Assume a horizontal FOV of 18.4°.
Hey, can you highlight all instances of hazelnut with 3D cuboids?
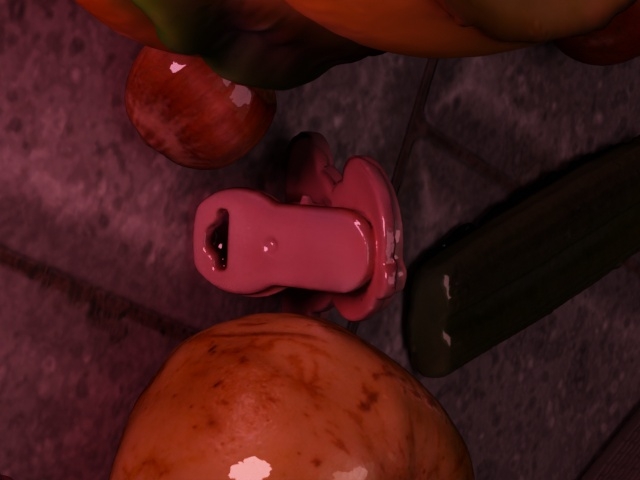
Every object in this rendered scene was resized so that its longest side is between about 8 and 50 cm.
[{"bbox_3d":[-0.067,-0.080,1.101,0.086,0.086,0.086,-15,110,-49],"label":"hazelnut"}]

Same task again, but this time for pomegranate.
[{"bbox_3d":[-0.011,0.149,1.111,0.215,0.215,0.215,-15,110,-49],"label":"pomegranate"}]

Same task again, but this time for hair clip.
[{"bbox_3d":[0.007,-0.001,1.159,0.102,0.138,0.123,-12,100,-55],"label":"hair clip"}]

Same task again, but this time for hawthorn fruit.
[{"bbox_3d":[0.208,-0.180,1.388,0.125,0.140,0.125,-19,137,-19],"label":"hawthorn fruit"}]

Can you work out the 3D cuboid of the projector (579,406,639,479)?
[{"bbox_3d":[0.326,0.210,1.639,0.257,0.099,0.192,-43,131,-37],"label":"projector"}]

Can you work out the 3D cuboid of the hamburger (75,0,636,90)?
[{"bbox_3d":[0.004,-0.280,0.974,0.396,0.277,0.395,-10,103,-53],"label":"hamburger"}]

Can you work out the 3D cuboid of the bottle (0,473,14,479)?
[{"bbox_3d":[-0.121,0.213,0.993,0.253,0.120,0.120,44,58,-8],"label":"bottle"}]

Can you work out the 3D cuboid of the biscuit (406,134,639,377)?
[{"bbox_3d":[0.168,0.006,1.443,0.322,0.038,0.099,-28,122,-46],"label":"biscuit"}]
